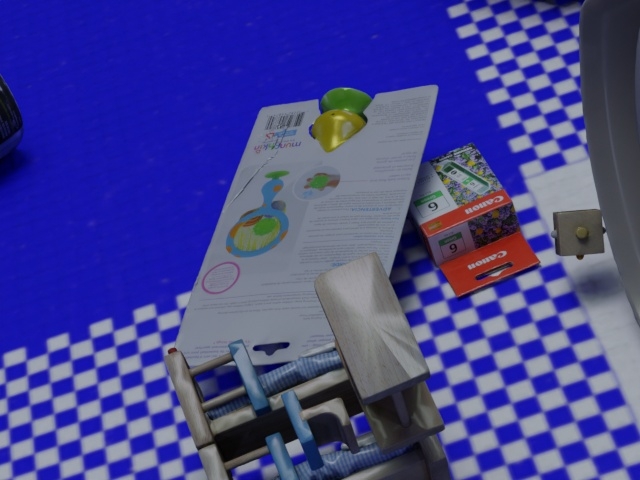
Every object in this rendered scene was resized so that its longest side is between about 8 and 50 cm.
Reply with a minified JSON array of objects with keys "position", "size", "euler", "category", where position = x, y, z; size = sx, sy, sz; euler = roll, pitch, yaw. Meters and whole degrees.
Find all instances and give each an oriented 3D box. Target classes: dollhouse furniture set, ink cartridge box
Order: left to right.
[{"position":[-0.015,0.077,1.067],"size":[0.129,0.184,0.129],"euler":[-22,62,-3],"category":"dollhouse furniture set"},{"position":[0.095,-0.015,1.286],"size":[0.063,0.029,0.115],"euler":[-23,37,-3],"category":"ink cartridge box"}]

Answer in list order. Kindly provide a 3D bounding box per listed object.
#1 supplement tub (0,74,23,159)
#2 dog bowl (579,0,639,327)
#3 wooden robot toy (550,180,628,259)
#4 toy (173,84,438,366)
[{"position":[-0.328,-0.066,1.462],"size":[0.190,0.117,0.117],"euler":[-40,42,-25],"category":"supplement tub"},{"position":[0.251,-0.039,1.014],"size":[0.102,0.349,0.349],"euler":[-13,36,-13],"category":"dog bowl"},{"position":[0.228,-0.018,1.225],"size":[0.173,0.076,0.079],"euler":[-21,3,-2],"category":"wooden robot toy"},{"position":[0.000,0.000,1.285],"size":[0.137,0.056,0.237],"euler":[-5,49,24],"category":"toy"}]
